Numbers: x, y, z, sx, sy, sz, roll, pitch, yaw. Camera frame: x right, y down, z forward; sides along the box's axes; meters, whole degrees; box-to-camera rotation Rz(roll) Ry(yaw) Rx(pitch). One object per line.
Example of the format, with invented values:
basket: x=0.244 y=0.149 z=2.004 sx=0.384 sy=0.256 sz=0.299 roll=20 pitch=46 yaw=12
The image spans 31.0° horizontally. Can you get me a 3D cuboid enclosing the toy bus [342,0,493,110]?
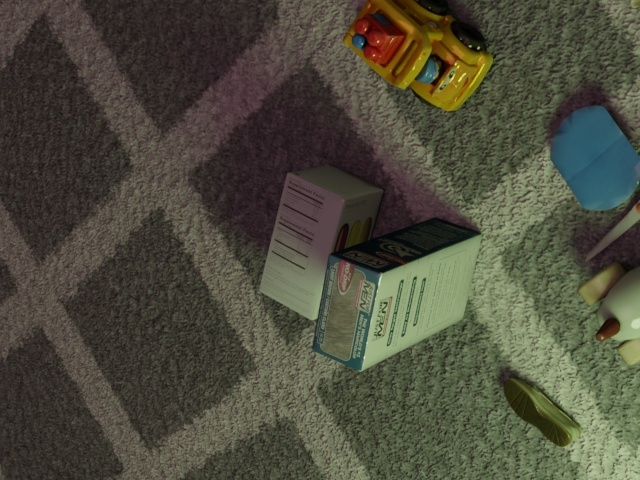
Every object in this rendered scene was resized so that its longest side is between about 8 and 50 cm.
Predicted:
toy bus: x=0.147 y=-0.319 z=1.917 sx=0.220 sy=0.211 sz=0.149 roll=45 pitch=120 yaw=16

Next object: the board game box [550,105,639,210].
board game box: x=0.450 y=-0.132 z=1.860 sx=0.133 sy=0.033 sz=0.168 roll=-46 pitch=66 yaw=39

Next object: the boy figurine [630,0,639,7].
boy figurine: x=0.509 y=-0.425 z=1.709 sx=0.177 sy=0.092 sz=0.285 roll=-33 pitch=84 yaw=54

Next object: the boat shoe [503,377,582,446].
boat shoe: x=0.384 y=0.293 z=2.002 sx=0.153 sy=0.048 sz=0.056 roll=40 pitch=132 yaw=28

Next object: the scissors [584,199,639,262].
scissors: x=0.529 y=-0.058 z=1.830 sx=0.109 sy=0.021 sz=0.297 roll=36 pitch=117 yaw=21

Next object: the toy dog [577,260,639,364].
toy dog: x=0.529 y=0.066 z=1.765 sx=0.220 sy=0.161 sz=0.333 roll=35 pitch=121 yaw=16

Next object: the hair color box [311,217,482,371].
hair color box: x=0.134 y=0.081 z=1.931 sx=0.105 sy=0.347 sz=0.174 roll=21 pitch=111 yaw=29

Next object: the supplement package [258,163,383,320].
supplement package: x=0.000 y=0.000 z=2.132 sx=0.134 sy=0.139 sz=0.244 roll=27 pitch=115 yaw=28
